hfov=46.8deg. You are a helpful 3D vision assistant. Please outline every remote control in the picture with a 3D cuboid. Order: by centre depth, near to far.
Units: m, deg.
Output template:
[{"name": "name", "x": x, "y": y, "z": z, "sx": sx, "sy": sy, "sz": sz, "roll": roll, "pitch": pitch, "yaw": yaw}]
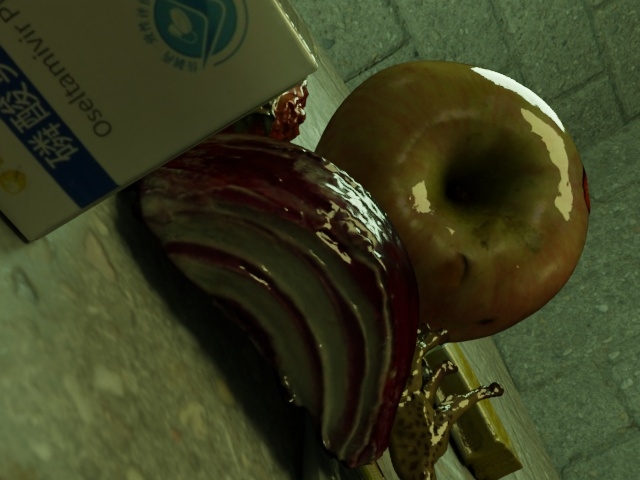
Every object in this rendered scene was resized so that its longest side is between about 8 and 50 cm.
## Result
[{"name": "remote control", "x": -0.002, "y": 0.187, "z": 0.625, "sx": 0.184, "sy": 0.027, "sz": 0.049, "roll": -102, "pitch": 166, "yaw": -67}]

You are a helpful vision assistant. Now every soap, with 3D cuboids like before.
[{"name": "soap", "x": 0.255, "y": 0.296, "z": 1.282, "sx": 0.257, "sy": 0.080, "sz": 0.160, "roll": 61, "pitch": 12, "yaw": 6}]

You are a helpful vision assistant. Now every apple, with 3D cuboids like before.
[{"name": "apple", "x": 0.161, "y": -0.054, "z": 1.037, "sx": 0.391, "sy": 0.392, "sz": 0.346, "roll": 61, "pitch": -12, "yaw": 1}]

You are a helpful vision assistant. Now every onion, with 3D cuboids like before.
[{"name": "onion", "x": 0.000, "y": 0.000, "z": 0.644, "sx": 0.314, "sy": 0.146, "sz": 0.280, "roll": 46, "pitch": 24, "yaw": -12}]

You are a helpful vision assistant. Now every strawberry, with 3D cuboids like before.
[{"name": "strawberry", "x": -0.107, "y": -0.169, "z": 0.859, "sx": 0.175, "sy": 0.106, "sz": 0.236, "roll": 17, "pitch": 26, "yaw": -15}]

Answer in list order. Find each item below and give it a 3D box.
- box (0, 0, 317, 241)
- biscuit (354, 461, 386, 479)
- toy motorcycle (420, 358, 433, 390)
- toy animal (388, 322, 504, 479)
[{"name": "box", "x": -0.173, "y": -0.181, "z": 0.354, "sx": 0.343, "sy": 0.200, "sz": 0.065, "roll": 55, "pitch": 16, "yaw": -25}, {"name": "biscuit", "x": 0.057, "y": 0.240, "z": 0.697, "sx": 0.291, "sy": 0.026, "sz": 0.048, "roll": 63, "pitch": 5, "yaw": -12}, {"name": "toy motorcycle", "x": 0.066, "y": 0.130, "z": 0.844, "sx": 0.229, "sy": 0.094, "sz": 0.129, "roll": 13, "pitch": 49, "yaw": -56}, {"name": "toy animal", "x": 0.108, "y": 0.202, "z": 0.716, "sx": 0.149, "sy": 0.054, "sz": 0.275, "roll": 27, "pitch": 47, "yaw": -17}]
